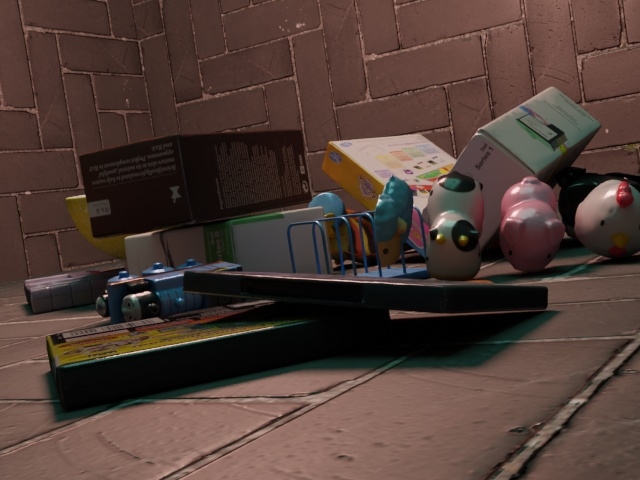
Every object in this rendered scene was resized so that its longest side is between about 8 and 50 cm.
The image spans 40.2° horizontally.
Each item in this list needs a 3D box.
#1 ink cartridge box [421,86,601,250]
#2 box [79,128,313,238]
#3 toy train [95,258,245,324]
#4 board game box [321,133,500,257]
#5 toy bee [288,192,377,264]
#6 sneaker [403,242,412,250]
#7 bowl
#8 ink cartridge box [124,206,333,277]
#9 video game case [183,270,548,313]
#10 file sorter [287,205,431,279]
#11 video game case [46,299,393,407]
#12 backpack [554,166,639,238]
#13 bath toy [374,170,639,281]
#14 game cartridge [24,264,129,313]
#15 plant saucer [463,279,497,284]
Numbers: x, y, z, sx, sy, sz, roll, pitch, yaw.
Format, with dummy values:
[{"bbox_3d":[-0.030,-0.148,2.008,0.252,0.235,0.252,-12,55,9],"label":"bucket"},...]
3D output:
[{"bbox_3d":[0.314,-0.114,1.436,0.278,0.117,0.201,-31,-22,-47],"label":"ink cartridge box"},{"bbox_3d":[-0.187,-0.099,1.425,0.191,0.143,0.381,-8,5,27],"label":"box"},{"bbox_3d":[-0.187,0.070,1.108,0.184,0.080,0.105,-10,9,-38],"label":"toy train"},{"bbox_3d":[0.190,-0.090,1.604,0.242,0.064,0.316,-9,39,-37],"label":"board game box"},{"bbox_3d":[0.000,0.000,1.634,0.298,0.162,0.195,10,-17,41],"label":"toy bee"},{"bbox_3d":[0.229,-0.033,1.745,0.300,0.111,0.121,-11,7,-4],"label":"sneaker"},{"bbox_3d":[-0.326,-0.027,1.668,0.289,0.156,0.289,-8,7,1],"label":"bowl"},{"bbox_3d":[-0.158,0.026,1.459,0.289,0.121,0.211,-6,3,43],"label":"ink cartridge box"},{"bbox_3d":[0.040,0.045,0.800,0.274,0.026,0.196,0,-2,37],"label":"video game case"},{"bbox_3d":[0.053,0.014,1.235,0.170,0.104,0.118,-9,3,-27],"label":"file sorter"},{"bbox_3d":[-0.107,0.092,0.809,0.275,0.035,0.248,-8,2,-19],"label":"video game case"},{"bbox_3d":[0.446,-0.058,1.415,0.152,0.115,0.182,6,7,8],"label":"backpack"},{"bbox_3d":[0.246,-0.023,1.108,0.348,0.151,0.129,-1,-17,9],"label":"bath toy"},{"bbox_3d":[-0.483,0.093,1.794,0.230,0.068,0.355,-14,4,-20],"label":"game cartridge"},{"bbox_3d":[0.157,0.056,0.972,0.083,0.013,0.083,-9,2,0],"label":"plant saucer"}]
